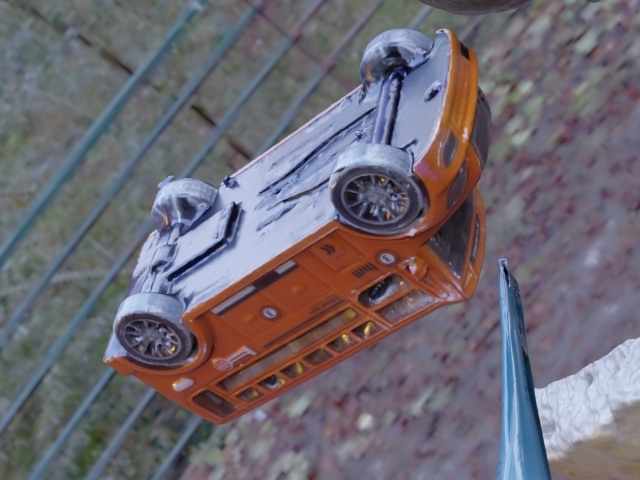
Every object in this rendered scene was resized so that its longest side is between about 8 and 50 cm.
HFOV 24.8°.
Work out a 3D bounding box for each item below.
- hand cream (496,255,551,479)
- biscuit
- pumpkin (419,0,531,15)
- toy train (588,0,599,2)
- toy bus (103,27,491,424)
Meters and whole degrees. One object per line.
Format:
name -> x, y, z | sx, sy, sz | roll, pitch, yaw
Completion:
hand cream -> 0.157, 0.128, 1.158 | 0.048, 0.083, 0.224 | -6, 73, 13
biscuit -> 0.456, 0.223, 1.568 | 0.429, 0.446, 0.104 | -36, 35, 51
pumpkin -> 0.187, -0.374, 1.562 | 0.242, 0.232, 0.325 | -18, 42, 36
toy train -> 0.180, -0.333, 1.071 | 0.167, 0.299, 0.238 | 26, 63, 32
toy bus -> 0.000, 0.000, 0.993 | 0.329, 0.153, 0.143 | -33, 29, 36
